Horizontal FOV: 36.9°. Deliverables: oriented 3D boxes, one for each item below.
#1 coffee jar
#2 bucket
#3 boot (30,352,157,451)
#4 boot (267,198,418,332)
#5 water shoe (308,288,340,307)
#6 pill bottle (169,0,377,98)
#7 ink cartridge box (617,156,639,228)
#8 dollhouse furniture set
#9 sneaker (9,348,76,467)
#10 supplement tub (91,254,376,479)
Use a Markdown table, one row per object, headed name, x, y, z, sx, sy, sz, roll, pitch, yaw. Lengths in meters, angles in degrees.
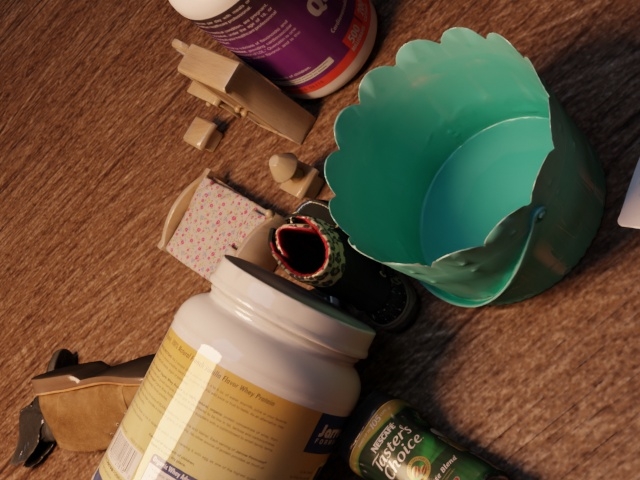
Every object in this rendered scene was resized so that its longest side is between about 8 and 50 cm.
| name | x | y | z | sx | sy | sz | roll | pitch | yaw |
| --- | --- | --- | --- | --- | --- | --- | --- | --- | --- |
| coffee jar | 0.103 | 0.236 | 1.006 | 0.184 | 0.079 | 0.096 | 30 | 89 | 44 |
| bucket | 0.160 | -0.067 | 1.039 | 0.281 | 0.183 | 0.281 | -19 | 57 | 32 |
| boot | -0.262 | 0.222 | 1.323 | 0.305 | 0.112 | 0.115 | -11 | 92 | 30 |
| boot | 0.002 | -0.001 | 1.136 | 0.085 | 0.179 | 0.236 | -49 | 48 | 10 |
| water shoe | -0.068 | 0.111 | 1.207 | 0.203 | 0.080 | 0.072 | -30 | 53 | 25 |
| pill bottle | -0.078 | -0.333 | 1.268 | 0.182 | 0.323 | 0.181 | -18 | 59 | 32 |
| ink cartridge box | 0.392 | -0.035 | 0.915 | 0.181 | 0.062 | 0.104 | 13 | 77 | 42 |
| dollhouse furniture set | -0.188 | -0.075 | 1.335 | 0.303 | 0.174 | 0.355 | 31 | 89 | 44 |
| sneaker | -0.419 | 0.251 | 1.444 | 0.089 | 0.051 | 0.170 | -17 | 62 | 27 |
| supplement tub | -0.094 | 0.197 | 1.071 | 0.228 | 0.228 | 0.316 | 29 | 93 | 44 |
